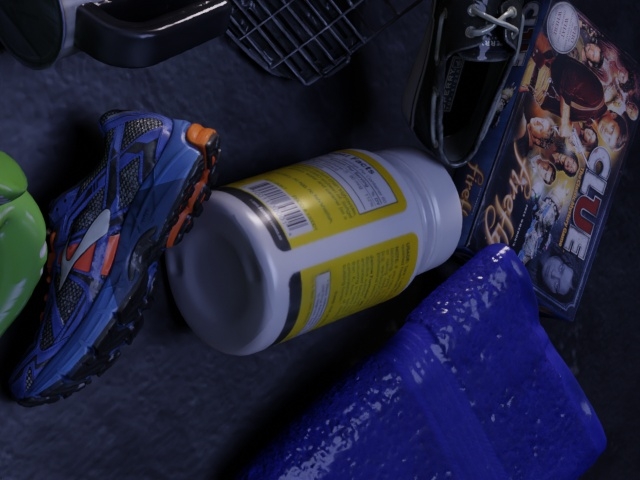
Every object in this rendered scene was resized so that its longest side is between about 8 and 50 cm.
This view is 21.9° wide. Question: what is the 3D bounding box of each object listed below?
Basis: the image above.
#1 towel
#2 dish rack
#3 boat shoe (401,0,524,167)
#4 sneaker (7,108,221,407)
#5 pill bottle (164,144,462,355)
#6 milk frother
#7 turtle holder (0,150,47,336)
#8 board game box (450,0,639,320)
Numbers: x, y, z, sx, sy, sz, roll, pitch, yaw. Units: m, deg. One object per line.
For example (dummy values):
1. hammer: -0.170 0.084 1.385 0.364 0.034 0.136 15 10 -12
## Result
1. towel: 0.082 0.175 1.326 0.308 0.076 0.228 -40 116 -26
2. dish rack: 0.028 -0.248 1.194 0.271 0.074 0.208 -37 128 6
3. boat shoe: 0.117 -0.157 1.203 0.077 0.070 0.219 -3 125 -20
4. sneaker: -0.149 0.010 1.105 0.221 0.087 0.083 -61 169 -4
5. pill bottle: 0.000 0.000 1.210 0.208 0.119 0.119 -19 107 -41
6. milk frother: -0.128 -0.191 1.056 0.134 0.129 0.143 -27 123 -40
7. turtle holder: -0.294 -0.037 0.872 0.227 0.243 0.320 -42 161 8
8. board game box: 0.198 -0.073 1.443 0.165 0.042 0.243 31 73 -41
